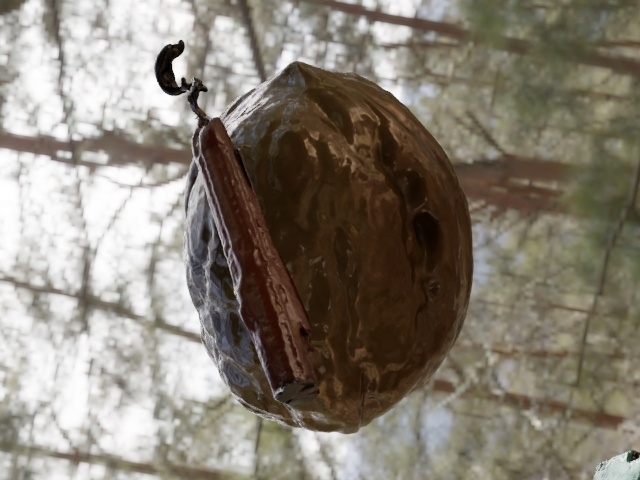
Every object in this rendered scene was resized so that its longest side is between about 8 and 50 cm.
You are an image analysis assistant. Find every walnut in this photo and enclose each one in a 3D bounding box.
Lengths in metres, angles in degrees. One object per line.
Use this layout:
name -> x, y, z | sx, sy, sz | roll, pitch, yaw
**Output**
walnut -> 0.000, 0.000, 0.638 | 0.155, 0.155, 0.184 | -72, -20, -70

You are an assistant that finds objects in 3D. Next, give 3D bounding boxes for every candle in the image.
candle -> -0.033, -0.011, 0.493 | 0.021, 0.026, 0.167 | -49, 51, 38

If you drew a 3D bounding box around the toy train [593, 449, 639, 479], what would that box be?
toy train -> 0.131, 0.176, 0.561 | 0.170, 0.071, 0.111 | -69, 9, -27
